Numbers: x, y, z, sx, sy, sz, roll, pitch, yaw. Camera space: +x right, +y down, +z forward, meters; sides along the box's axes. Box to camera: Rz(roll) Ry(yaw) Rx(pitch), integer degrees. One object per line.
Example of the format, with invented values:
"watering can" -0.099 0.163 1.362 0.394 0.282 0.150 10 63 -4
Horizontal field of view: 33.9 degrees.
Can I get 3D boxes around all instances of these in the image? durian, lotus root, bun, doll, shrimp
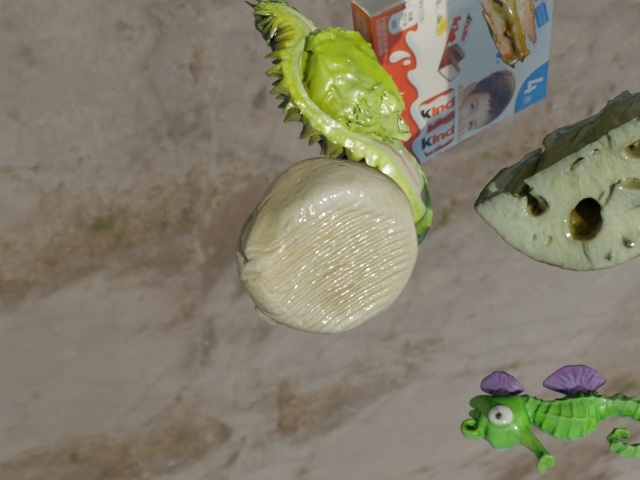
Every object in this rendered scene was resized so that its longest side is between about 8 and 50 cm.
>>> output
"durian" 0.013 -0.158 1.140 0.132 0.375 0.106 -34 175 -8
"lotus root" 0.278 -0.057 1.008 0.235 0.138 0.119 -23 -175 33
"bun" 0.000 0.000 1.009 0.173 0.113 0.167 -5 112 -16
"doll" 0.227 0.170 0.992 0.190 0.115 0.050 -4 134 5
"shrimp" 0.144 -0.292 0.874 0.063 0.287 0.152 -9 175 5

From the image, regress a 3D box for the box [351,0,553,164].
"box" 0.168 -0.227 1.278 0.265 0.048 0.273 -29 143 -14
